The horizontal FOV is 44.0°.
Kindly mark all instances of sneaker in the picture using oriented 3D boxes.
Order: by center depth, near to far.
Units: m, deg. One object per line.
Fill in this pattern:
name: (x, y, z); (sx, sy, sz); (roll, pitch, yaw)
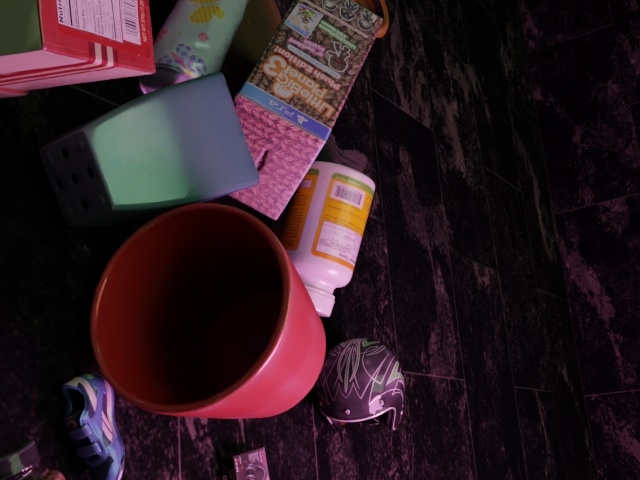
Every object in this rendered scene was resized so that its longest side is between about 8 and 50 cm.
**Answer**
sneaker: (-0.277, 0.230, 0.948); (0.059, 0.053, 0.144); (6, 63, -57)
sneaker: (-0.003, -0.128, 1.488); (0.286, 0.109, 0.130); (17, 73, -50)

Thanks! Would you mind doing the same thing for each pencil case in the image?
pencil case: (-0.187, -0.325, 1.230); (0.113, 0.124, 0.273); (21, 61, -6)

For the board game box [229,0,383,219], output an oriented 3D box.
board game box: (-0.045, -0.225, 1.261); (0.141, 0.232, 0.291); (28, 56, -6)

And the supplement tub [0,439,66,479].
supplement tub: (-0.301, 0.312, 0.822); (0.106, 0.106, 0.198); (-22, 96, -58)

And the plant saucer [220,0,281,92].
plant saucer: (-0.147, -0.399, 1.429); (0.277, 0.041, 0.278); (28, 56, -50)

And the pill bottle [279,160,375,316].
pill bottle: (0.000, 0.000, 1.362); (0.136, 0.136, 0.246); (28, 74, -50)

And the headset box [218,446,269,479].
headset box: (-0.110, 0.345, 1.179); (0.083, 0.032, 0.062); (4, 74, -56)

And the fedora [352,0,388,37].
fedora: (0.077, -0.539, 1.803); (0.194, 0.079, 0.194); (28, 52, -43)

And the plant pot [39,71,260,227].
plant pot: (-0.237, -0.108, 1.058); (0.234, 0.165, 0.166); (-27, 100, -50)

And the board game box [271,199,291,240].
board game box: (-0.026, -0.008, 1.460); (0.168, 0.033, 0.133); (30, 52, -48)

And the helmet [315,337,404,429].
helmet: (0.069, 0.253, 1.379); (0.162, 0.169, 0.170); (64, 30, -48)

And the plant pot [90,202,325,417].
plant pot: (-0.122, 0.117, 1.052); (0.243, 0.274, 0.275); (46, 39, -60)

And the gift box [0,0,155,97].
gift box: (-0.341, -0.268, 0.848); (0.276, 0.258, 0.255); (-4, 90, -75)
